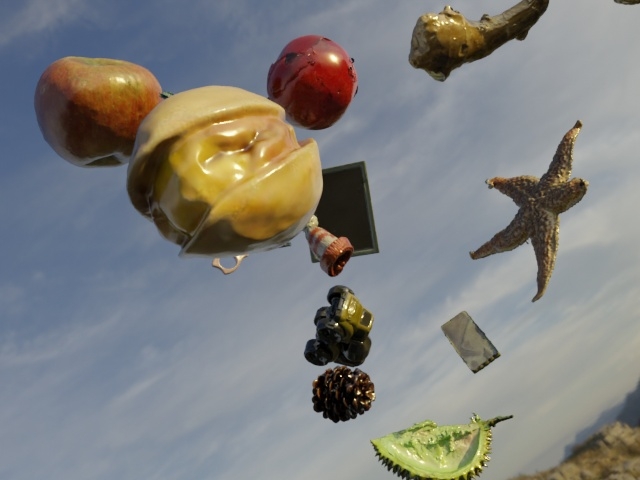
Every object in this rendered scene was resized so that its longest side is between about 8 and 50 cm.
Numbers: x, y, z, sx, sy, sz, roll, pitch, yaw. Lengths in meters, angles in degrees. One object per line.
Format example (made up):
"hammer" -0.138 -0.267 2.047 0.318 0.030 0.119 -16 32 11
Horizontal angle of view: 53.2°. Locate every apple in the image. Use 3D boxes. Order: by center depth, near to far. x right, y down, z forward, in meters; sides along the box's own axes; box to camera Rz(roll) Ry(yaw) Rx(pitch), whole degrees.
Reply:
"apple" -0.495 -0.279 1.436 0.277 0.309 0.250 5 -73 -9

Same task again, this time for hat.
"hat" 0.000 0.000 1.551 0.093 0.162 0.112 -40 -21 -22

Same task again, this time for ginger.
"ginger" 0.287 -0.388 1.170 0.294 0.086 0.131 -26 -60 -8

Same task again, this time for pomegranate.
"pomegranate" -0.025 -0.351 1.455 0.210 0.210 0.235 -15 -8 -37

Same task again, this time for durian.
"durian" 0.185 0.312 0.937 0.215 0.100 0.086 -9 -13 -1

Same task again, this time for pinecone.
"pinecone" 0.031 0.201 0.832 0.077 0.077 0.083 -10 4 -44

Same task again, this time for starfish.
"starfish" 0.319 -0.035 0.972 0.048 0.295 0.231 23 -22 -22

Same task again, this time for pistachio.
"pistachio" -0.115 -0.076 0.808 0.230 0.230 0.309 -46 -1 17

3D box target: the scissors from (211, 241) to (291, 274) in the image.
"scissors" -0.167 0.020 1.547 0.212 0.110 0.021 -8 -18 -23

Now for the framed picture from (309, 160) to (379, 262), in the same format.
"framed picture" 0.058 -0.088 2.032 0.232 0.296 0.019 -8 -1 19

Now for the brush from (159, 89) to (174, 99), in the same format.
"brush" -0.275 -0.268 1.218 0.016 0.083 0.013 -48 -28 -28

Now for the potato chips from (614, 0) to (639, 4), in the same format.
"potato chips" 0.524 -0.608 1.111 0.080 0.057 0.407 -60 -41 -56

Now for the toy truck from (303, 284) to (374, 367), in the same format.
"toy truck" 0.065 0.230 1.610 0.224 0.165 0.147 114 177 -49

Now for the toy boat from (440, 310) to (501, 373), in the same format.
"toy boat" 0.277 0.187 1.187 0.063 0.115 0.016 -36 -43 4
